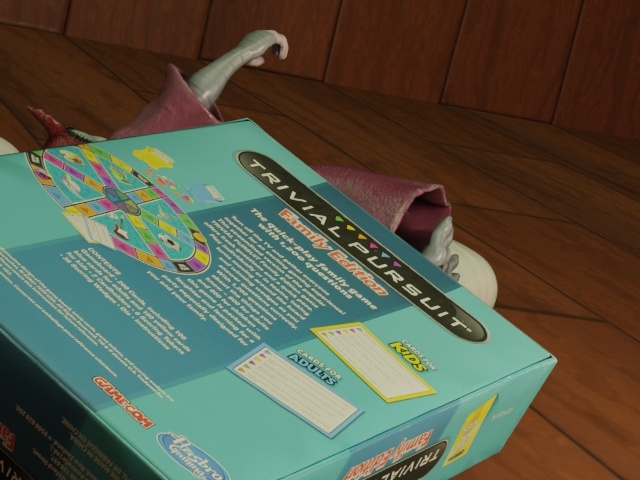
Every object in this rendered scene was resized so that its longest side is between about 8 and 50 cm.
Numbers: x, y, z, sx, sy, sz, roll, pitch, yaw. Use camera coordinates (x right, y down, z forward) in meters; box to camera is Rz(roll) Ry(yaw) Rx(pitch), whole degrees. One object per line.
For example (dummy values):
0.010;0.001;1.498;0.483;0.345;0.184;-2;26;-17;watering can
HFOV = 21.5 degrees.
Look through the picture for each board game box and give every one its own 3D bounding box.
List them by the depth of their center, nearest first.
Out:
-0.061;0.049;0.885;0.254;0.079;0.336;39;27;23;board game box

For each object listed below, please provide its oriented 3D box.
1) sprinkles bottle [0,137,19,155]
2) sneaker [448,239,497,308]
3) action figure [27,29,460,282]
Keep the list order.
-0.322;-0.038;1.078;0.121;0.121;0.355;18;2;23;sprinkles bottle
0.000;0.000;1.523;0.293;0.108;0.169;22;12;31;sneaker
-0.082;0.001;1.305;0.370;0.248;0.275;17;47;9;action figure
